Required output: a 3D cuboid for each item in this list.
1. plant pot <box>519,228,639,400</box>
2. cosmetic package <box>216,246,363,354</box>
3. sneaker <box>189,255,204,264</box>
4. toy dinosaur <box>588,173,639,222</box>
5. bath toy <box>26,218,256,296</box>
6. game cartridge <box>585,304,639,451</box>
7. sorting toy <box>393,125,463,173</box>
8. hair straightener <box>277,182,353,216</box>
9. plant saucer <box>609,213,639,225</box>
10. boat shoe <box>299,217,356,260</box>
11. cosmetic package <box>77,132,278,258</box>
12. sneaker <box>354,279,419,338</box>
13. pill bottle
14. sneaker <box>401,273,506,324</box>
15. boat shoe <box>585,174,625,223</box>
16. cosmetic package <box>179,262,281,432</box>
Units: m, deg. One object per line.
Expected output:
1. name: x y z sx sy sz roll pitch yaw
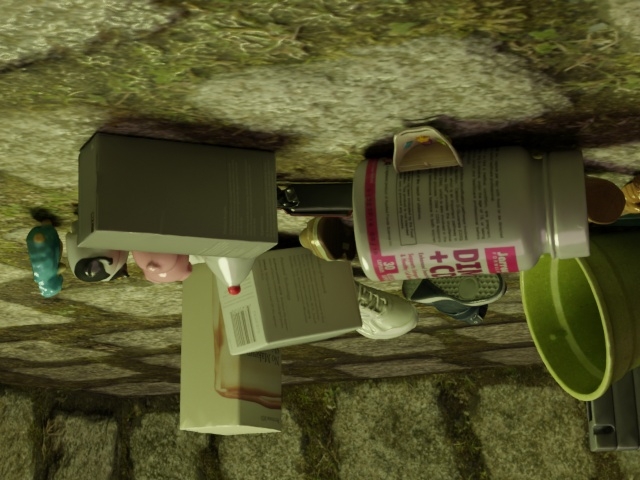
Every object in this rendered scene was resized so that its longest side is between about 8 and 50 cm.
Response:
1. plant pot: 0.493 0.088 1.961 0.254 0.276 0.276 -14 170 -15
2. cosmetic package: -0.054 0.097 2.066 0.184 0.151 0.151 -8 172 -30
3. sneaker: -0.174 0.009 1.973 0.061 0.053 0.152 -13 172 21
4. toy dinosaur: 0.450 -0.056 1.777 0.112 0.064 0.211 21 158 -2
5. bath toy: -0.256 0.024 1.848 0.348 0.129 0.151 -3 -159 8
6. game cartridge: 0.554 0.173 2.081 0.230 0.355 0.068 0 164 -4
7. sorting toy: 0.122 -0.116 1.483 0.083 0.045 0.075 -5 159 18
8. hair straightener: -0.057 -0.067 1.685 0.230 0.047 0.089 6 165 -12
9. plant saucer: 0.482 -0.038 1.875 0.119 0.021 0.119 0 175 0
10. boat shoe: 0.000 0.000 1.921 0.072 0.068 0.190 7 170 17
11. cosmetic package: -0.177 -0.051 1.535 0.238 0.127 0.107 5 165 -21
12. sneaker: 0.068 0.115 2.292 0.232 0.090 0.115 13 159 9
13. pill bottle: 0.192 -0.036 1.564 0.283 0.160 0.160 -5 167 13
14. sneaker: 0.286 0.098 2.286 0.163 0.086 0.226 24 163 -39
15. boat shoe: 0.346 -0.068 1.684 0.170 0.063 0.059 18 -169 -37
16. cosmetic package: -0.156 0.191 2.200 0.129 0.296 0.153 -7 166 27
